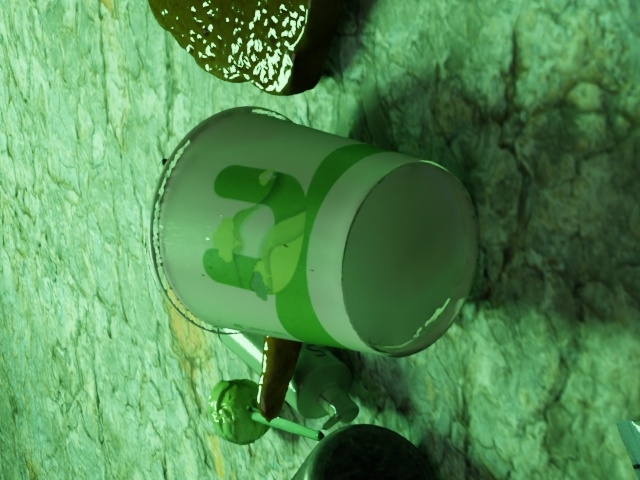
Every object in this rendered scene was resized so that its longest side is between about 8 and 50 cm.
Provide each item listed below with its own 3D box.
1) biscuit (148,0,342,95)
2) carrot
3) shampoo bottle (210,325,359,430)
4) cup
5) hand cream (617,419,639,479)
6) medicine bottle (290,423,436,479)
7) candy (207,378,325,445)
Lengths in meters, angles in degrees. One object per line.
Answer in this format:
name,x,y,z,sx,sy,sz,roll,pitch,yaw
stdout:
biscuit,-0.102,-0.334,1.206,0.381,0.074,0.358,-1,102,60
carrot,-0.046,0.112,1.254,0.061,0.061,0.209,-15,63,58
shampoo bottle,-0.039,0.149,1.324,0.262,0.085,0.085,36,133,45
cup,0.000,0.000,1.070,0.274,0.253,0.253,14,116,46
hand cream,0.336,0.183,0.795,0.271,0.058,0.091,-10,108,62
medicine bottle,0.021,0.343,1.252,0.165,0.165,0.273,58,147,22
candy,-0.065,0.233,1.373,0.335,0.092,0.093,172,104,-66
